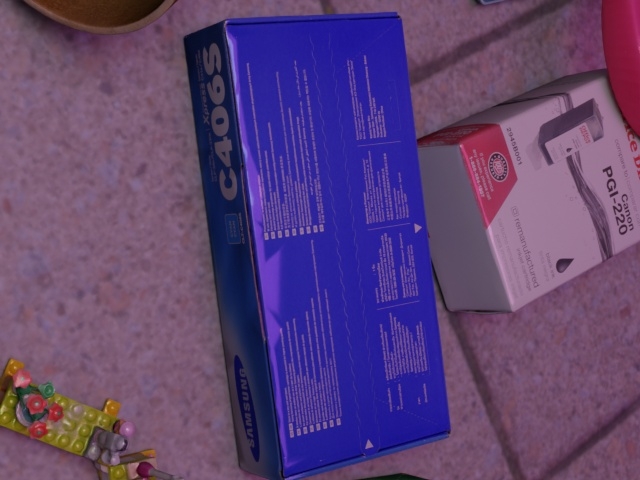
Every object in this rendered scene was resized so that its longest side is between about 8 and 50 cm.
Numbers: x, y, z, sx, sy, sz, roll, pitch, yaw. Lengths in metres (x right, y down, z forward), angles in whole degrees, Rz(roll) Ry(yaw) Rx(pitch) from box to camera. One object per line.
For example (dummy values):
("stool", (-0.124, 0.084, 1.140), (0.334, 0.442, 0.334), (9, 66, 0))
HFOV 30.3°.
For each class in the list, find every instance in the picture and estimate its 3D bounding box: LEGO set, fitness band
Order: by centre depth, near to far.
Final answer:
("LEGO set", (-0.158, 0.171, 0.819), (0.132, 0.107, 0.287), (-34, 107, -28))
("fitness band", (0.364, -0.182, 1.103), (0.291, 0.054, 0.209), (-7, 90, -43))

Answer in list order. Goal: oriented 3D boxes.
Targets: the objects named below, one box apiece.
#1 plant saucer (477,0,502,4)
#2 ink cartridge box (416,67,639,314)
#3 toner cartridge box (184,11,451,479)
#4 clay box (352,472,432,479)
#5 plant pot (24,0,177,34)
("plant saucer", (0.146, -0.311, 1.069), (0.067, 0.018, 0.192), (-17, 99, -31))
("ink cartridge box", (0.196, -0.047, 1.053), (0.218, 0.092, 0.158), (-26, 102, -32))
("toner cartridge box", (0.000, 0.000, 0.939), (0.165, 0.075, 0.348), (-8, 93, -31))
("clay box", (0.033, 0.311, 0.967), (0.127, 0.053, 0.222), (-2, 89, -31))
("plant pot", (-0.102, -0.303, 0.811), (0.254, 0.237, 0.237), (-44, 111, -39))
